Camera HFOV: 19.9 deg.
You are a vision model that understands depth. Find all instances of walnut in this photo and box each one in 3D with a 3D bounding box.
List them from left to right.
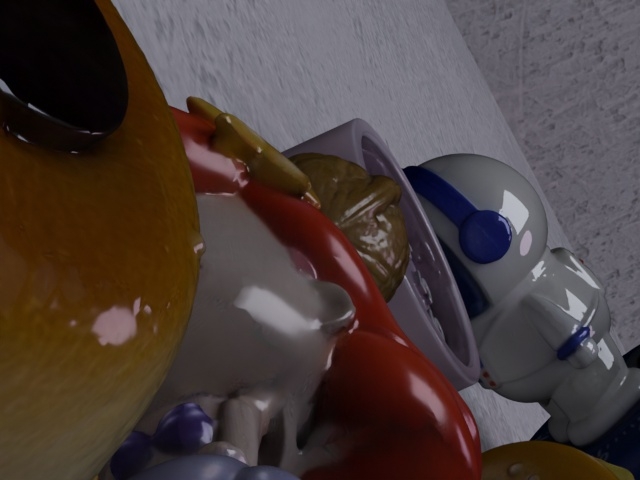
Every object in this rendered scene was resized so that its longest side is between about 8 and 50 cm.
[{"bbox_3d":[0.000,0.000,1.009,0.124,0.105,0.105,79,-13,-84],"label":"walnut"}]

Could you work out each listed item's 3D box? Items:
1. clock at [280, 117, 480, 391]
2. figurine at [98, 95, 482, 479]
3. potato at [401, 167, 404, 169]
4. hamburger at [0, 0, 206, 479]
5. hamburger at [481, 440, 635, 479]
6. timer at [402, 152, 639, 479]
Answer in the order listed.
[{"bbox_3d":[0.037,0.019,1.227,0.197,0.068,0.197,60,13,-24],"label":"clock"},{"bbox_3d":[-0.034,0.084,0.575,0.208,0.181,0.257,21,28,-18],"label":"figurine"},{"bbox_3d":[0.080,-0.022,1.511,0.103,0.066,0.096,51,15,-43],"label":"potato"},{"bbox_3d":[-0.126,-0.020,0.401,0.237,0.147,0.237,53,17,-24],"label":"hamburger"},{"bbox_3d":[0.132,0.196,1.086,0.115,0.162,0.162,34,32,-56],"label":"hamburger"},{"bbox_3d":[0.184,0.093,1.406,0.383,0.270,0.270,48,14,-6],"label":"timer"}]
